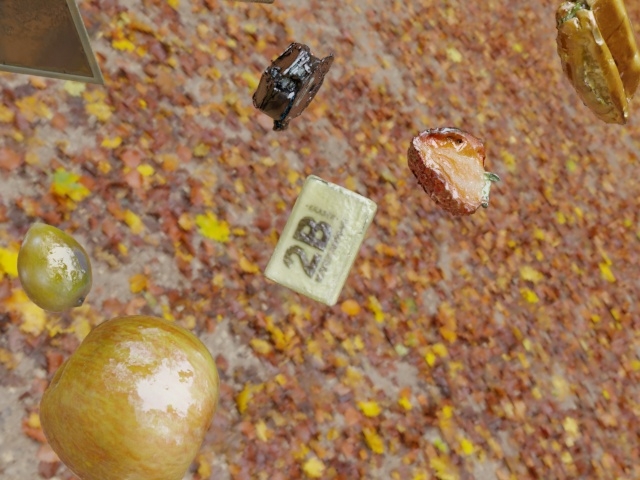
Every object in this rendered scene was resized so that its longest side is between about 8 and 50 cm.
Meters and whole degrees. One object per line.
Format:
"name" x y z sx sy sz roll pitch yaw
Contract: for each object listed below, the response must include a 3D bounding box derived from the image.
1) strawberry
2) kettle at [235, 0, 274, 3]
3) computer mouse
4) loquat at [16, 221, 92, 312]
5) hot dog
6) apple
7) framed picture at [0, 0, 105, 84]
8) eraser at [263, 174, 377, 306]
"strawberry" 0.192 -0.102 1.291 0.192 0.085 0.140 -18 93 -46
"kettle" -0.160 -0.306 0.814 0.243 0.160 0.210 -5 21 -14
"computer mouse" -0.050 -0.237 1.273 0.077 0.146 0.242 33 8 1
"loquat" -0.548 0.055 1.749 0.195 0.152 0.152 60 33 -4
"hot dog" 0.366 -0.237 1.111 0.269 0.072 0.115 41 64 -53
"apple" -0.274 0.231 1.223 0.264 0.264 0.264 31 39 -29
"framed picture" -0.462 -0.356 1.274 0.232 0.296 0.019 10 57 9
"eraser" 0.000 0.000 1.268 0.117 0.172 0.058 24 -2 6
